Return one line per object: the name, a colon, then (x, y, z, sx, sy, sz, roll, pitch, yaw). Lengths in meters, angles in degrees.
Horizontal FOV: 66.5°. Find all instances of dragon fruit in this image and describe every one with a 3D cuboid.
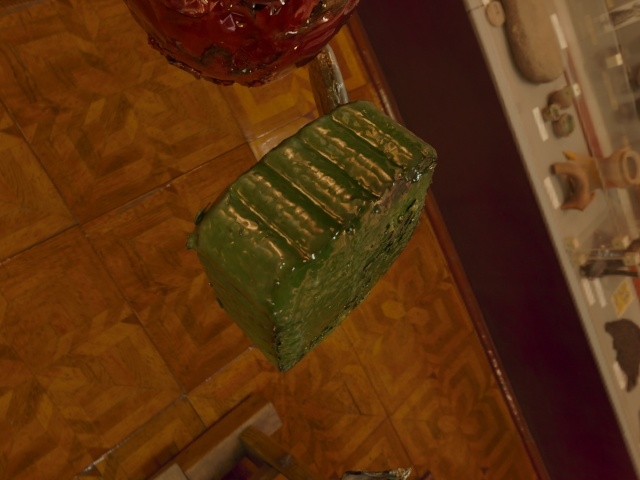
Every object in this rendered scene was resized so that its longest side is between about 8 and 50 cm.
dragon fruit: (-0.086, -0.313, 0.512, 0.295, 0.301, 0.296, 1, 88, -30)

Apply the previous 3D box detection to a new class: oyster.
oyster: (0.098, 0.468, 0.929, 0.146, 0.045, 0.121, -42, 117, 0)

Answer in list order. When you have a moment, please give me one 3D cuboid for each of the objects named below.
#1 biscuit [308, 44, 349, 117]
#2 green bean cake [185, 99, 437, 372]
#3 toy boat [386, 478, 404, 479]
biscuit: (0.021, -0.255, 0.869, 0.049, 0.208, 0.181, -16, 82, -4)
green bean cake: (0.000, 0.000, 0.434, 0.113, 0.214, 0.200, 40, 67, 19)
toy boat: (0.068, 0.519, 0.860, 0.291, 0.070, 0.210, -30, 129, -3)
